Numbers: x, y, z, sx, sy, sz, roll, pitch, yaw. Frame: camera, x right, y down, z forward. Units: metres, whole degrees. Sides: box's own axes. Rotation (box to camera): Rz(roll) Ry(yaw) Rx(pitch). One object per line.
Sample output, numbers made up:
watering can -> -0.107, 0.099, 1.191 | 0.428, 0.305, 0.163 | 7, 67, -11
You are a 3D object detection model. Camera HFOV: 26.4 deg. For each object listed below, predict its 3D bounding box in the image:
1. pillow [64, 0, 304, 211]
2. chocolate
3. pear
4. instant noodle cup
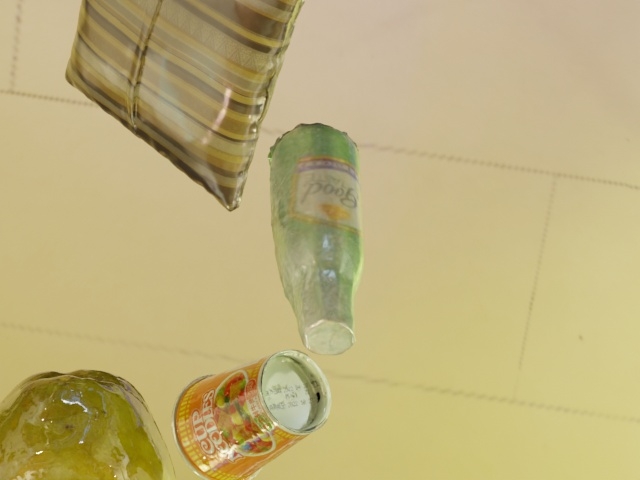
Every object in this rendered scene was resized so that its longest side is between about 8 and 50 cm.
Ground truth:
pillow -> -0.112, -0.160, 1.047 | 0.208, 0.052, 0.212 | 36, 127, 24
chocolate -> 0.000, 0.000, 1.443 | 0.110, 0.291, 0.110 | -2, 132, -2
pear -> -0.115, 0.122, 0.602 | 0.107, 0.107, 0.131 | 8, 83, 0
instant noodle cup -> -0.082, 0.229, 1.830 | 0.168, 0.168, 0.185 | 48, 137, -9
